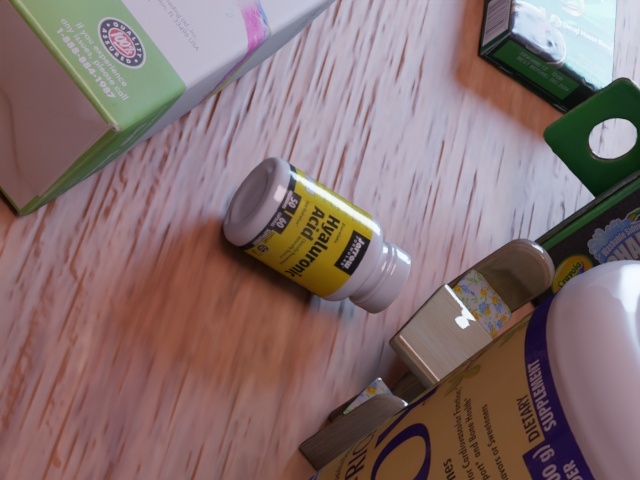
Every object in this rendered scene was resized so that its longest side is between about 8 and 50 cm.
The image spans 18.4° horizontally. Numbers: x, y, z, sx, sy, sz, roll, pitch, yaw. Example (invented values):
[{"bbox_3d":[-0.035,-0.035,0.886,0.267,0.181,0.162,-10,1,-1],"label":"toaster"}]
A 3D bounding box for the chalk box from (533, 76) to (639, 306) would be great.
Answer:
[{"bbox_3d":[0.281,0.014,1.452,0.179,0.180,0.289,-28,84,-48],"label":"chalk box"}]

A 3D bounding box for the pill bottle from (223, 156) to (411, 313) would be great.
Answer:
[{"bbox_3d":[0.000,0.000,1.294,0.116,0.065,0.065,31,46,-22],"label":"pill bottle"}]

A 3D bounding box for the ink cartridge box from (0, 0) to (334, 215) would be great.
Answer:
[{"bbox_3d":[-0.116,-0.188,1.278,0.207,0.119,0.353,52,42,0],"label":"ink cartridge box"}]

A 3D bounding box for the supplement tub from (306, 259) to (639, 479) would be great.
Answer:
[{"bbox_3d":[0.100,0.191,1.021,0.241,0.331,0.241,38,28,-25],"label":"supplement tub"}]

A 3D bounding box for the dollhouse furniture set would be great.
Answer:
[{"bbox_3d":[0.153,0.129,1.270,0.242,0.161,0.212,50,42,-3],"label":"dollhouse furniture set"}]

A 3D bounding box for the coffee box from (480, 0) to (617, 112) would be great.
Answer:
[{"bbox_3d":[0.190,-0.196,1.619,0.113,0.040,0.184,32,46,-22],"label":"coffee box"}]
